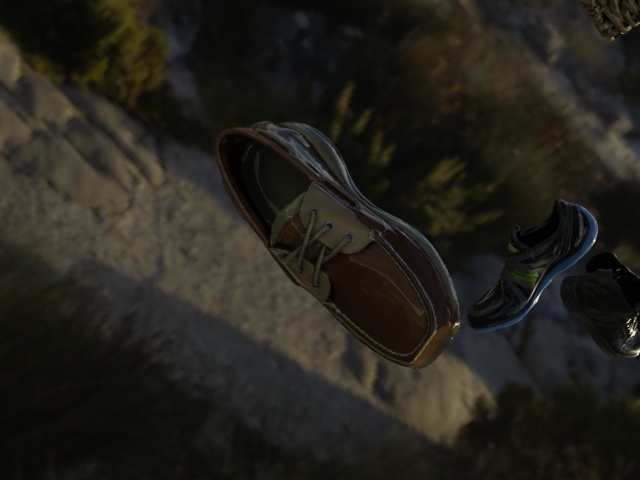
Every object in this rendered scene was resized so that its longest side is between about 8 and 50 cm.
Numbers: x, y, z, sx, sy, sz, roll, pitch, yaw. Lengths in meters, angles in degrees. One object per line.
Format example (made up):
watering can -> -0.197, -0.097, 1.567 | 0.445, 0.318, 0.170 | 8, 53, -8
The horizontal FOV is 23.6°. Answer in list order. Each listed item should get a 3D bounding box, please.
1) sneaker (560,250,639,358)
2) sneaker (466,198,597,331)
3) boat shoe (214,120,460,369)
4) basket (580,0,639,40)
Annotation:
sneaker -> 0.327, 0.073, 1.670 | 0.170, 0.089, 0.051 | 42, 53, -31
sneaker -> 0.231, 0.026, 1.747 | 0.078, 0.188, 0.067 | 37, 14, -24
boat shoe -> 0.000, 0.000, 1.478 | 0.120, 0.123, 0.324 | 9, 31, -49
basket -> 0.331, -0.390, 1.620 | 0.213, 0.223, 0.299 | 41, 24, -53
